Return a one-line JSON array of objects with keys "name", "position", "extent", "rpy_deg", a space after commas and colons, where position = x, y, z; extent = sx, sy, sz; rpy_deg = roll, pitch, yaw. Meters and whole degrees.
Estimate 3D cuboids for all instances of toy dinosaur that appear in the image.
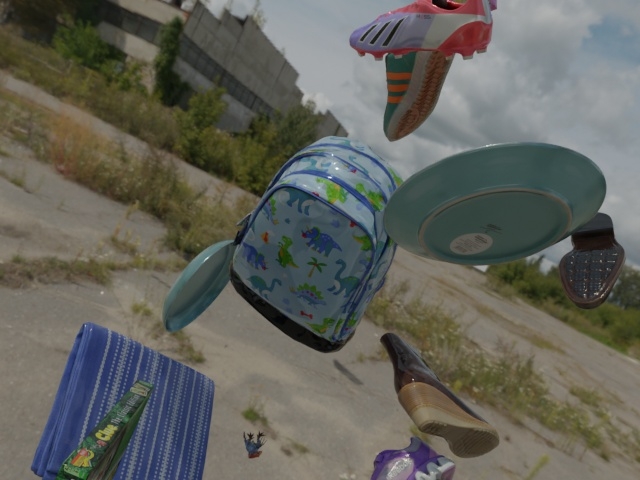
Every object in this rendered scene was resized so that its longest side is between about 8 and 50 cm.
[{"name": "toy dinosaur", "position": [-0.133, 0.422, 1.051], "extent": [0.047, 0.090, 0.082], "rpy_deg": [4, 23, 0]}]

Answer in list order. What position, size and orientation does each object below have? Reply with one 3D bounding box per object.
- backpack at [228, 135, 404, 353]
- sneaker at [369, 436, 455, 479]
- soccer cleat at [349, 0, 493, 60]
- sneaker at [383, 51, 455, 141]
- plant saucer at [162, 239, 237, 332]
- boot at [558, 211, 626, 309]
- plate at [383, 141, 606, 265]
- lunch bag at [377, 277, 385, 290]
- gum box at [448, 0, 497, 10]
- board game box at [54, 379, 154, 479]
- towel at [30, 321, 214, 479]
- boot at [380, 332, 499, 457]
[{"name": "backpack", "position": [0.000, 0.000, 0.888], "extent": [0.290, 0.355, 0.273], "rpy_deg": [38, 22, 9]}, {"name": "sneaker", "position": [0.120, 0.433, 0.920], "extent": [0.104, 0.236, 0.095], "rpy_deg": [47, -26, 41]}, {"name": "soccer cleat", "position": [0.146, -0.330, 0.795], "extent": [0.248, 0.095, 0.083], "rpy_deg": [20, 40, 41]}, {"name": "sneaker", "position": [0.194, -0.352, 1.133], "extent": [0.108, 0.302, 0.121], "rpy_deg": [-20, 64, -25]}, {"name": "plant saucer", "position": [-0.334, 0.119, 1.452], "extent": [0.044, 0.317, 0.317], "rpy_deg": [36, 7, 10]}, {"name": "boot", "position": [0.390, 0.054, 0.734], "extent": [0.082, 0.106, 0.219], "rpy_deg": [-5, 28, 33]}, {"name": "plate", "position": [0.150, -0.016, 0.456], "extent": [0.188, 0.024, 0.188], "rpy_deg": [0, -31, 0]}, {"name": "lunch bag", "position": [0.013, 0.096, 1.421], "extent": [0.243, 0.303, 0.115], "rpy_deg": [46, 11, -21]}, {"name": "gum box", "position": [0.368, -0.638, 1.379], "extent": [0.188, 0.062, 0.107], "rpy_deg": [-4, -9, 39]}, {"name": "board game box", "position": [-0.244, 0.249, 0.555], "extent": [0.030, 0.136, 0.260], "rpy_deg": [22, -3, -6]}, {"name": "towel", "position": [-0.311, 0.309, 0.894], "extent": [0.040, 0.243, 0.336], "rpy_deg": [-15, -37, 25]}, {"name": "boot", "position": [0.228, 0.289, 0.989], "extent": [0.248, 0.090, 0.206], "rpy_deg": [33, 22, -33]}]
